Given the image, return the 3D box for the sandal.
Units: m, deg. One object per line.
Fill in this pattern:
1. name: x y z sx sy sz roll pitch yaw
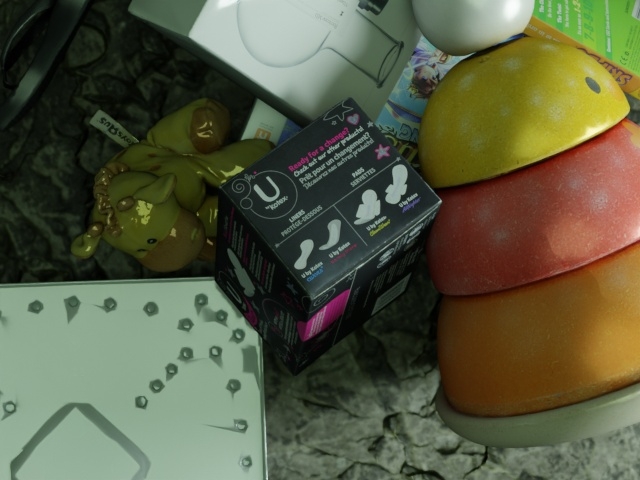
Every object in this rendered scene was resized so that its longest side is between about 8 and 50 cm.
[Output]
1. sandal: -0.277 -0.226 1.627 0.054 0.097 0.254 29 81 -7

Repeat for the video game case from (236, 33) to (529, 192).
1. video game case: 0.078 -0.161 1.673 0.269 0.061 0.244 22 93 -6

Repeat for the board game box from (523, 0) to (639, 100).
1. board game box: 0.251 -0.252 1.659 0.259 0.039 0.124 31 48 -8

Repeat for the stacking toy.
1. stacking toy: 0.205 -0.071 1.525 0.350 0.350 0.480 -23 101 -3

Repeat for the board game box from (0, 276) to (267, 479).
1. board game box: -0.252 0.238 1.645 0.390 0.050 0.390 -2 86 -7

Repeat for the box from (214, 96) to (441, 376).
1. box: 0.000 0.000 1.530 0.163 0.247 0.142 -36 76 -17

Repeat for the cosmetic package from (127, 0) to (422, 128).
1. cosmetic package: 0.021 -0.309 1.500 0.097 0.284 0.377 27 89 38

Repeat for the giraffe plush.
1. giraffe plush: -0.158 -0.041 1.579 0.210 0.170 0.181 22 119 -2
